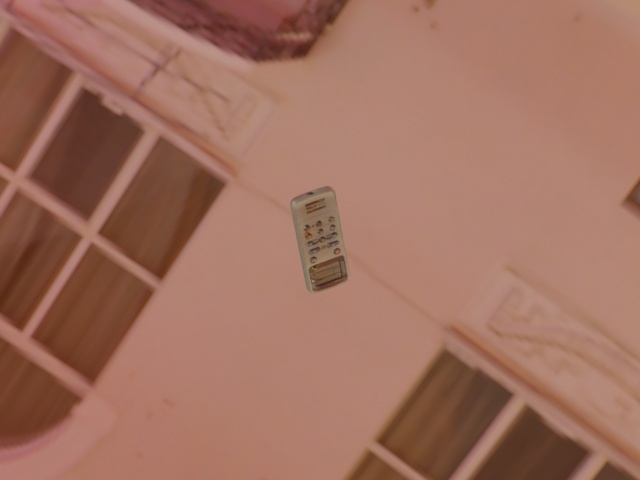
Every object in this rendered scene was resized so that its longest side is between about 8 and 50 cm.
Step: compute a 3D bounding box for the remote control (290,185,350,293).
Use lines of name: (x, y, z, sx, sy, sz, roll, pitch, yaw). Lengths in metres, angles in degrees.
remote control: (0.000, 0.000, 1.571, 0.053, 0.124, 0.018, -20, -146, -15)
